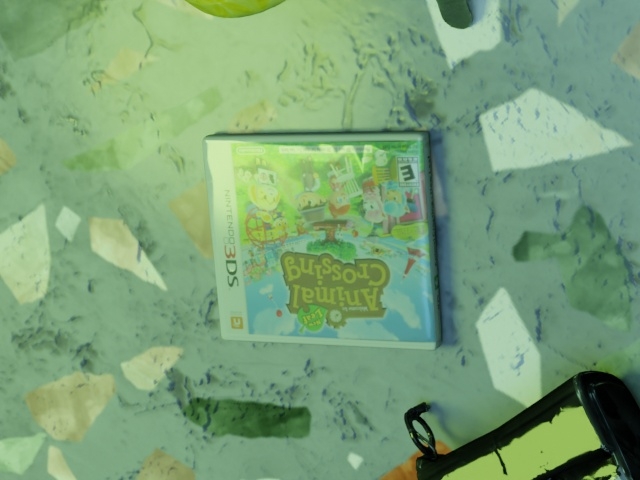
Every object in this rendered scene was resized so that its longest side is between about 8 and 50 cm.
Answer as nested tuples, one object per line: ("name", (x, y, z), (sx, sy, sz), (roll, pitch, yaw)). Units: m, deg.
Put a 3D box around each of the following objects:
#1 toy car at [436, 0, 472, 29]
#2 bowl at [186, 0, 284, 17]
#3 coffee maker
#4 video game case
("toy car", (0.099, -0.256, 1.071), (0.155, 0.149, 0.188), (-18, 123, 38))
("bowl", (-0.084, -0.327, 1.015), (0.289, 0.156, 0.289), (-20, 61, 42))
("coffee maker", (0.176, 0.181, 1.141), (0.178, 0.120, 0.171), (-37, 87, 26))
("video game case", (0.000, 0.000, 1.219), (0.212, 0.023, 0.193), (1, 105, 22))
